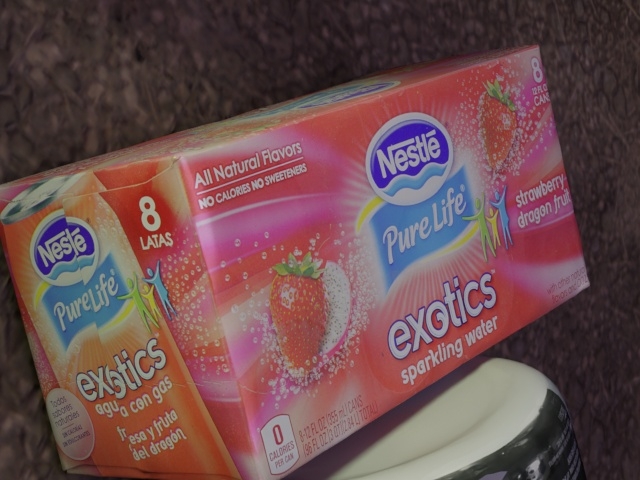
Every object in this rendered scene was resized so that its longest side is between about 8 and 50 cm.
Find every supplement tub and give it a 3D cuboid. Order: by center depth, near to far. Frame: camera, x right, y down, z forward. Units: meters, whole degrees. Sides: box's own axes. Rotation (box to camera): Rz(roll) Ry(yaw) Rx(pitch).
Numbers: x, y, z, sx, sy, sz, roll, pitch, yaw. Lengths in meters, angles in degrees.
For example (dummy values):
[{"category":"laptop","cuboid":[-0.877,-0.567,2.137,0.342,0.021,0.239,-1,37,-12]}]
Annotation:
[{"category":"supplement tub","cuboid":[0.064,0.246,0.682,0.207,0.207,0.338,-28,107,-46]}]

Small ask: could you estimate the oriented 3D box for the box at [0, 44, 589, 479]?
[{"category":"box","cuboid":[0.000,0.000,0.683,0.300,0.142,0.154,-22,102,-47]}]
